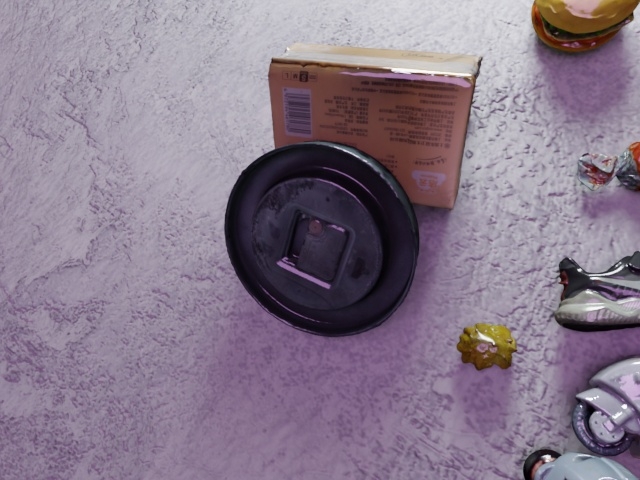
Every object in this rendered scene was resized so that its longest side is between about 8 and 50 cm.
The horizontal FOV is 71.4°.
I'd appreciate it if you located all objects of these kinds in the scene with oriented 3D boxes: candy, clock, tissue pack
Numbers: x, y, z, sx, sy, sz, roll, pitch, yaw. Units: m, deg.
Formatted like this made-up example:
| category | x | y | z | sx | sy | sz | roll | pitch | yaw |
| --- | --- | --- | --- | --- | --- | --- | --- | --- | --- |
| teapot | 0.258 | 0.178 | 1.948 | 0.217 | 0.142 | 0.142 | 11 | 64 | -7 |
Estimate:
| category | x | y | z | sx | sy | sz | roll | pitch | yaw |
| --- | --- | --- | --- | --- | --- | --- | --- | --- | --- |
| candy | 0.536 | -0.131 | 0.652 | 0.292 | 0.059 | 0.086 | -17 | 76 | 14 |
| clock | -0.001 | 0.001 | 0.707 | 0.319 | 0.066 | 0.319 | 8 | 113 | 21 |
| tissue pack | 0.096 | -0.207 | 0.744 | 0.306 | 0.238 | 0.238 | 12 | 83 | 19 |

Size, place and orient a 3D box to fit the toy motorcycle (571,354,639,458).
| category | x | y | z | sx | sy | sz | roll | pitch | yaw |
| --- | --- | --- | --- | --- | --- | --- | --- | --- | --- |
| toy motorcycle | 0.472 | 0.219 | 0.583 | 0.260 | 0.110 | 0.171 | 8 | 70 | 13 |

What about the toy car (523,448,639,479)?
| category | x | y | z | sx | sy | sz | roll | pitch | yaw |
| --- | --- | --- | --- | --- | --- | --- | --- | --- | --- |
| toy car | 0.342 | 0.417 | 0.542 | 0.212 | 0.180 | 0.270 | 30 | 92 | 4 |

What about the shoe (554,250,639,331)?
| category | x | y | z | sx | sy | sz | roll | pitch | yaw |
| --- | --- | --- | --- | --- | --- | --- | --- | --- | --- |
| shoe | 0.446 | 0.065 | 0.625 | 0.227 | 0.099 | 0.112 | -11 | 69 | 15 |

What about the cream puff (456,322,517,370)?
| category | x | y | z | sx | sy | sz | roll | pitch | yaw |
| --- | --- | --- | --- | --- | --- | --- | --- | --- | --- |
| cream puff | 0.254 | 0.161 | 0.678 | 0.083 | 0.058 | 0.083 | 32 | 88 | 21 |

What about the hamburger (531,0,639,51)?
| category | x | y | z | sx | sy | sz | roll | pitch | yaw |
| --- | --- | --- | --- | --- | --- | --- | --- | --- | --- |
| hamburger | 0.421 | -0.387 | 0.708 | 0.162 | 0.115 | 0.162 | -3 | 81 | 16 |
